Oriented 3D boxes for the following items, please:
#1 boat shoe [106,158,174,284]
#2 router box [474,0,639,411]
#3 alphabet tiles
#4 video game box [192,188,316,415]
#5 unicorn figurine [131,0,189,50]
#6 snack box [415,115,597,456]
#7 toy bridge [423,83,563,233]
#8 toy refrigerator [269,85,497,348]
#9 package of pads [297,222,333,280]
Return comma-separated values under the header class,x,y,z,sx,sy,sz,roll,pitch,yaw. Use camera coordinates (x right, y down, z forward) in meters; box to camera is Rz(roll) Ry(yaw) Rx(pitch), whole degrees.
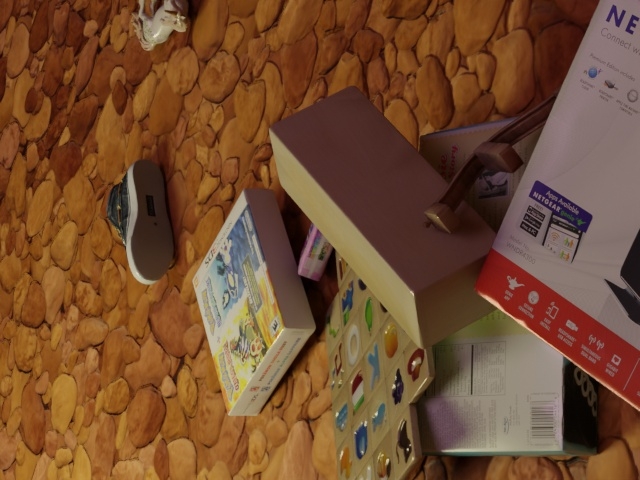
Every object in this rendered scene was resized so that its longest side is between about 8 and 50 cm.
class,x,y,z,sx,sy,sz,roll,pitch,yaw
boat shoe,-0.243,-0.012,2.297,0.083,0.065,0.183,-40,45,47
router box,0.315,-0.009,1.409,0.335,0.082,0.301,37,113,40
alphabet tiles,0.057,0.107,1.778,0.285,0.011,0.342,118,153,-53
video game box,-0.083,0.073,2.033,0.187,0.048,0.205,119,142,-45
unicorn figurine,-0.208,-0.311,2.322,0.162,0.060,0.111,125,140,-57
snack box,0.176,0.045,1.648,0.187,0.060,0.321,-7,77,44
toy bridge,0.162,-0.075,1.570,0.188,0.026,0.063,-42,17,-10
toy refrigerator,0.064,-0.024,1.644,0.269,0.102,0.094,49,161,38
package of pads,0.000,0.000,1.950,0.050,0.032,0.083,-84,14,-74
